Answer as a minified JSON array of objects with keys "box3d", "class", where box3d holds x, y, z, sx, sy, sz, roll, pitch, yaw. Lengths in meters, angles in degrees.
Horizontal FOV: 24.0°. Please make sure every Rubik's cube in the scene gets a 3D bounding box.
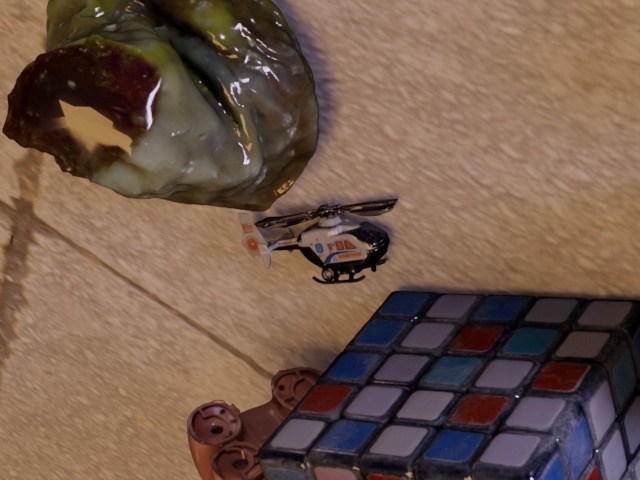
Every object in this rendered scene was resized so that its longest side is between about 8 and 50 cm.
[{"box3d":[0.158,0.239,1.429,0.287,0.293,0.292,0,119,34],"class":"Rubik's cube"}]

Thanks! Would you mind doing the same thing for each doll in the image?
[{"box3d":[-0.020,0.278,1.631,0.284,0.216,0.268,50,152,47],"class":"doll"}]

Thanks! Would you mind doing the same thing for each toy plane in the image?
[{"box3d":[0.000,0.001,1.542,0.197,0.053,0.078,-3,110,35],"class":"toy plane"}]

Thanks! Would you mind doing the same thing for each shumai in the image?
[{"box3d":[-0.181,-0.116,1.434,0.309,0.263,0.304,26,130,18],"class":"shumai"}]
